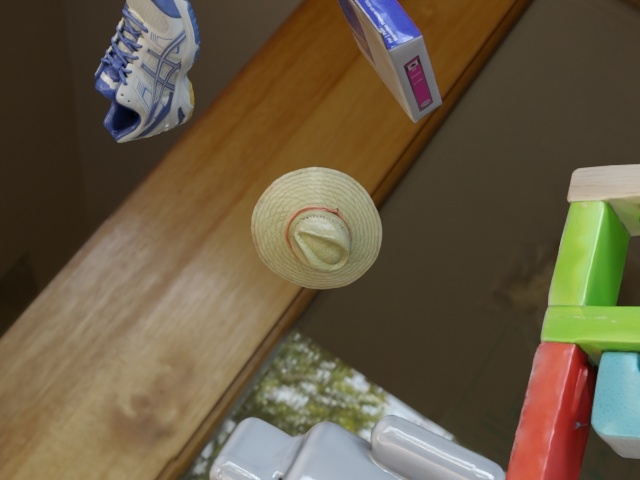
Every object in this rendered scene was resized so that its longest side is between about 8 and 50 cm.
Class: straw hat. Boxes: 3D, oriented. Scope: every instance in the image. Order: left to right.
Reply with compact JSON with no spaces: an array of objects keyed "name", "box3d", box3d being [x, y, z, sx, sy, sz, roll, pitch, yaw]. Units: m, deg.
[{"name":"straw hat","box3d":[0.000,0.000,1.101,0.144,0.144,0.061,47,12,-20]}]

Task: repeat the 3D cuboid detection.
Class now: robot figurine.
[{"name":"robot figurine","box3d":[0.049,0.302,0.981,0.353,0.200,0.300,30,-69,3]}]

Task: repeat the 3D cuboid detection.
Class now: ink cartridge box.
[{"name":"ink cartridge box","box3d":[0.092,-0.312,1.588,0.176,0.069,0.371,56,5,17]}]

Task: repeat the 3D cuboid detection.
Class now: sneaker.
[{"name":"sneaker","box3d":[-0.247,-0.246,1.474,0.112,0.131,0.296,44,-30,28]}]

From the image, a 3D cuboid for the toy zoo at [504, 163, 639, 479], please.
[{"name":"toy zoo","box3d":[0.132,0.105,0.282,0.192,0.293,0.030,-1,-30,39]}]
